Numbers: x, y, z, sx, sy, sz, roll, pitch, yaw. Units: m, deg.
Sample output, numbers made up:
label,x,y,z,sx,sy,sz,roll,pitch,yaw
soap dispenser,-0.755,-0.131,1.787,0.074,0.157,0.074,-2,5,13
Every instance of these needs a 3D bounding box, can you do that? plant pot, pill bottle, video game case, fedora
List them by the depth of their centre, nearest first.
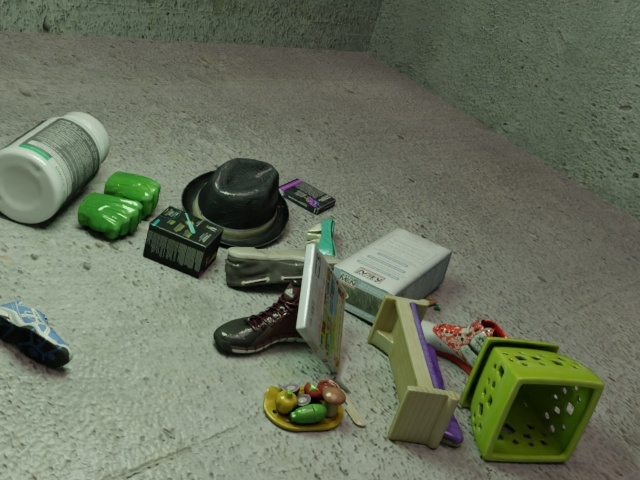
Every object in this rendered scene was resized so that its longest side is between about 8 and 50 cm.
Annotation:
label,x,y,z,sx,sy,sz,roll,pitch,yaw
plant pot,0.456,0.344,1.723,0.228,0.227,0.207,8,24,-18
video game case,0.005,0.156,1.757,0.026,0.206,0.227,-10,50,20
pill bottle,-0.709,-0.208,2.033,0.204,0.204,0.361,18,29,1
fedora,-0.221,-0.133,2.171,0.334,0.152,0.334,15,44,-15

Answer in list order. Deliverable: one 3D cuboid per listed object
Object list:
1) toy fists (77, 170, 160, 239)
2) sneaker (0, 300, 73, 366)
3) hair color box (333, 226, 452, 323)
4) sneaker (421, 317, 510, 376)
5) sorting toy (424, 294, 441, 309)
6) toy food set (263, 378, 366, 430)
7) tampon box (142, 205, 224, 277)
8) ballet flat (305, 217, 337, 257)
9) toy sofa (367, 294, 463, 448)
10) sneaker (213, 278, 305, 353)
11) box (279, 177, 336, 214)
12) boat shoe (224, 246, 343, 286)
label,x,y,z,sx,sy,sz,roll,pitch,yaw
toy fists,-0.526,-0.095,2.059,0.142,0.096,0.279,11,29,9
sneaker,-0.578,0.181,1.555,0.211,0.080,0.081,29,33,17
hair color box,0.197,0.094,2.108,0.185,0.113,0.374,25,28,24
sneaker,0.357,0.238,1.924,0.270,0.145,0.090,35,33,28
sorting toy,0.299,0.172,2.145,0.062,0.012,0.083,-10,39,-38
toy food set,-0.010,0.333,1.623,0.218,0.071,0.128,4,32,-25
tampon box,-0.352,0.003,1.974,0.161,0.101,0.120,23,29,7
ballet flat,0.000,0.000,2.205,0.087,0.083,0.247,9,29,-6
toy sofa,0.231,0.291,1.754,0.177,0.150,0.362,11,29,-11
sneaker,-0.110,0.160,1.772,0.281,0.162,0.106,-6,37,-38
box,-0.045,-0.143,2.486,0.162,0.029,0.116,29,31,22
boat shoe,-0.094,0.077,2.014,0.335,0.095,0.112,5,13,-26
